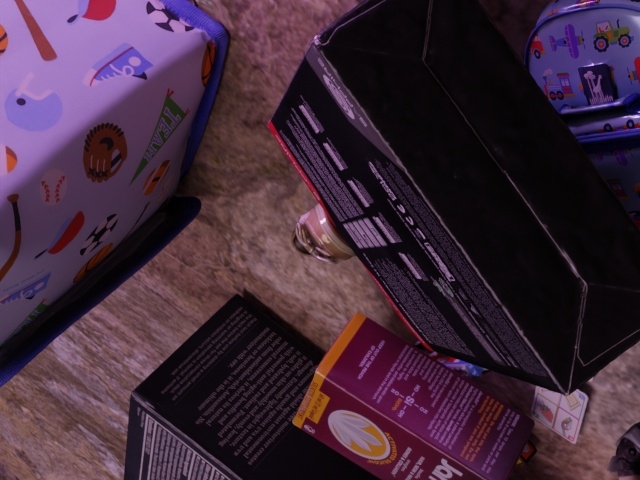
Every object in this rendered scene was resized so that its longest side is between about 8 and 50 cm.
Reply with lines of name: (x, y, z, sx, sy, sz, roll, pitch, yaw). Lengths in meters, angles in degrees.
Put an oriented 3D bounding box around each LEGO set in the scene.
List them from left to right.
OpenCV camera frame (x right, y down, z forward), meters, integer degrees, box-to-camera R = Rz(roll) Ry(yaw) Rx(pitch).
LEGO set: (0.146, 0.109, 1.052, 0.182, 0.060, 0.244, 33, 147, 27)

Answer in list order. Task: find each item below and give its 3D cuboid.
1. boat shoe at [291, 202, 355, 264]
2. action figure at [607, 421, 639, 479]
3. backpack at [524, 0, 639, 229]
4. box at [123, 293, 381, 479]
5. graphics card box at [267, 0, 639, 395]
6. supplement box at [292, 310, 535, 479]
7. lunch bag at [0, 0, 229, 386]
boat shoe: (-0.001, -0.002, 1.041, 0.056, 0.048, 0.153, 52, 180, -8)
action figure: (0.283, 0.157, 0.827, 0.185, 0.099, 0.285, 40, 127, 39)
backpack: (0.194, -0.088, 0.719, 0.158, 0.117, 0.173, 2, 127, 49)
box: (-0.050, 0.269, 1.336, 0.294, 0.183, 0.296, 37, 146, 14)
graphics card box: (0.074, -0.030, 0.792, 0.233, 0.094, 0.371, 55, 175, -2)
supplement box: (0.081, 0.163, 1.078, 0.188, 0.081, 0.104, 32, 143, 8)
lunch bag: (-0.275, -0.041, 1.122, 0.239, 0.328, 0.385, 39, 146, 8)
